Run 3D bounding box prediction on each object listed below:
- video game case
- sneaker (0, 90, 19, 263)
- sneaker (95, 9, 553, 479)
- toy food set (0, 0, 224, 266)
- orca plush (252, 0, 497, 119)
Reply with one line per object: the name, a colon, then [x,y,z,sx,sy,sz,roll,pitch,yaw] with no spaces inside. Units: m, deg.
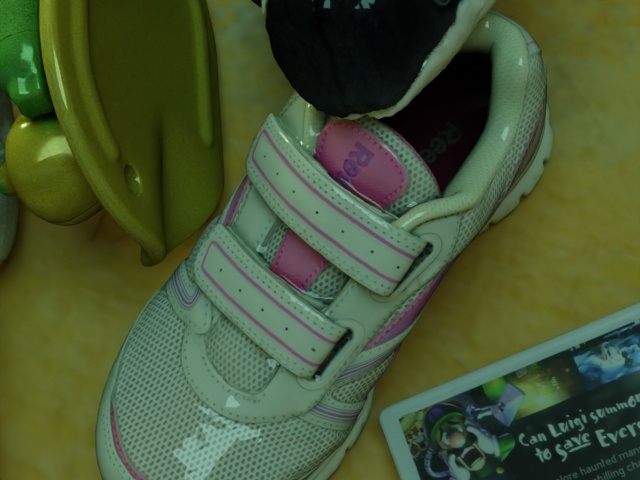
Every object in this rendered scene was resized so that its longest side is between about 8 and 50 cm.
video game case: [0.136,0.108,0.540,0.190,0.022,0.173,-24,70,11]
sneaker: [-0.193,0.018,0.575,0.126,0.091,0.240,-4,63,9]
sneaker: [0.000,0.000,0.562,0.103,0.111,0.252,32,74,13]
toy food set: [-0.100,-0.088,0.601,0.071,0.128,0.218,-16,59,20]
orca plush: [0.042,-0.175,0.568,0.151,0.102,0.287,10,50,37]
